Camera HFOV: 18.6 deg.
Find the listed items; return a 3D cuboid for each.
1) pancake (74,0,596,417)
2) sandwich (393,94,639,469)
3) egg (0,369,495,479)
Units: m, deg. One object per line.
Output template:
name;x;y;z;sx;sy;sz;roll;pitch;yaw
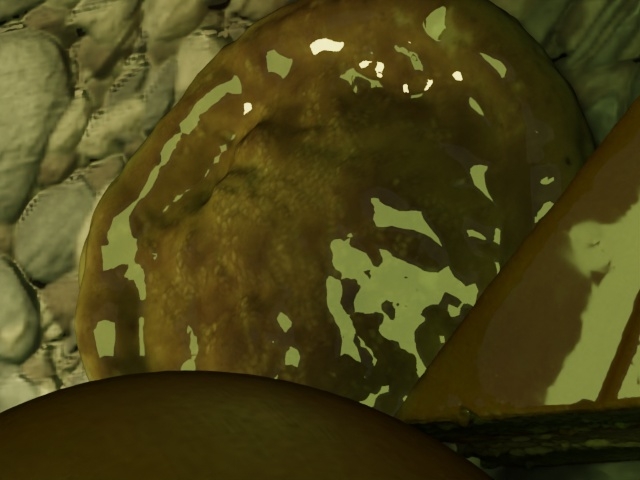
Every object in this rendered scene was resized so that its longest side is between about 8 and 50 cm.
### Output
pancake;-0.001;0.000;0.795;0.236;0.042;0.222;-20;69;22
sandwich;0.116;-0.015;0.695;0.144;0.117;0.187;0;76;24
egg;-0.030;0.186;0.600;0.283;0.282;0.351;-59;27;0
